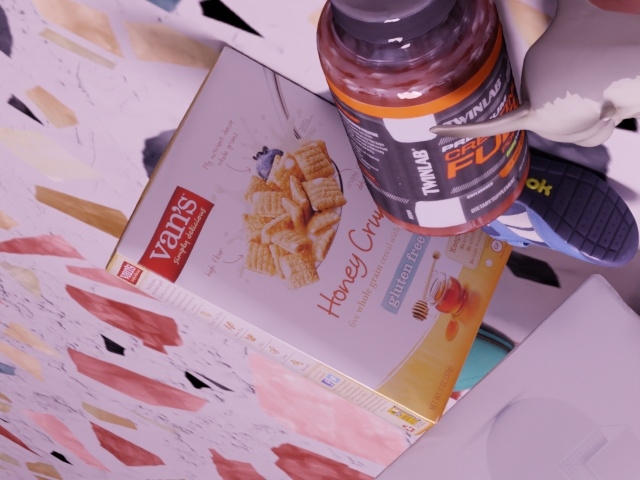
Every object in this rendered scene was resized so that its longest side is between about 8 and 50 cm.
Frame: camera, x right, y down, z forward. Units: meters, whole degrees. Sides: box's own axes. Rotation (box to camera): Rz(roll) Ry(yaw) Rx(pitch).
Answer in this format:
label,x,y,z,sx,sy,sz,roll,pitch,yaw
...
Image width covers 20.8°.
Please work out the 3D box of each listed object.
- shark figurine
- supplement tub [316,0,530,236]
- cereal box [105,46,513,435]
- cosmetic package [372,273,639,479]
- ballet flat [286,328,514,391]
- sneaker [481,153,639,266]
label,x,y,z,sx,sy,sz,roll,pitch,yaw
shark figurine,0.161,-0.111,0.886,0.166,0.116,0.278,-1,176,-26
supplement tub,0.058,-0.093,1.004,0.106,0.106,0.198,14,154,24
cereal box,0.000,0.000,1.165,0.240,0.173,0.047,28,156,-8
cosmetic package,0.191,0.189,1.179,0.225,0.224,0.138,48,-179,24
ballet flat,0.033,0.088,1.414,0.247,0.087,0.083,20,155,12
sneaker,0.140,-0.022,1.135,0.144,0.053,0.059,28,157,15
